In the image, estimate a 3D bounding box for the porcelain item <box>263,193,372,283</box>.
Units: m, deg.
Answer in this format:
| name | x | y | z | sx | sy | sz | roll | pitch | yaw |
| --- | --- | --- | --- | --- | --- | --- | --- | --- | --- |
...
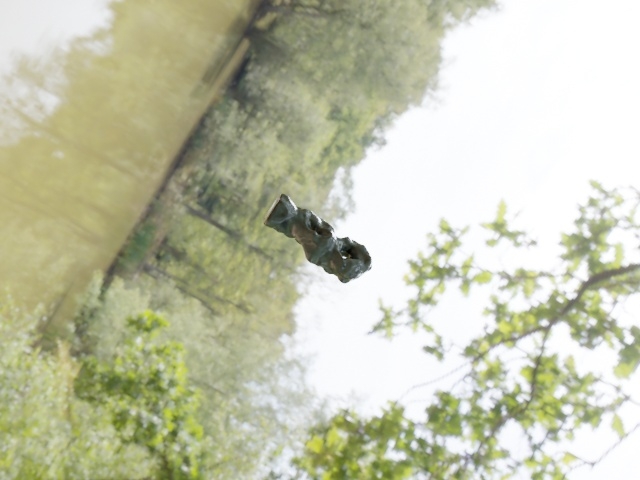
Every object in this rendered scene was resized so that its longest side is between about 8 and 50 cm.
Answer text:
| name | x | y | z | sx | sy | sz | roll | pitch | yaw |
| --- | --- | --- | --- | --- | --- | --- | --- | --- | --- |
| porcelain item | 0.000 | 0.000 | 0.575 | 0.028 | 0.083 | 0.036 | -46 | -162 | 40 |
